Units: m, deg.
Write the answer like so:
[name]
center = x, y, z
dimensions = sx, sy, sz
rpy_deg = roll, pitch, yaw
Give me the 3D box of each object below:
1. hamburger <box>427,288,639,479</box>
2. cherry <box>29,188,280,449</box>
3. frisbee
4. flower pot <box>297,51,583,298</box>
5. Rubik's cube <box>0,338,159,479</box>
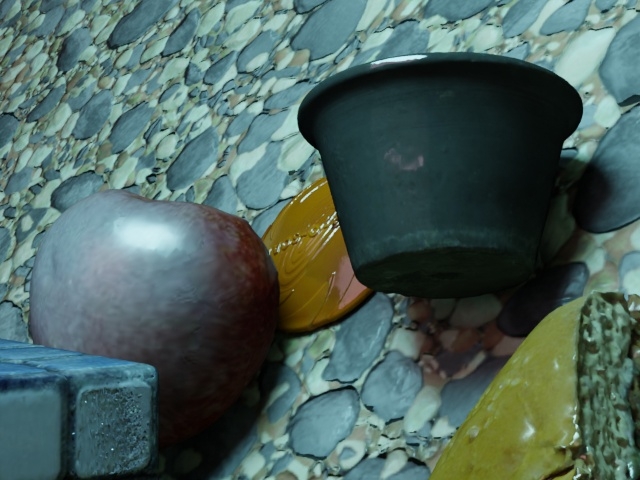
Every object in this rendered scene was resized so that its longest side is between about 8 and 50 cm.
[hamburger]
center = 0.147, 0.183, 0.778
dimensions = 0.245, 0.155, 0.282
rpy_deg = -37, 32, 26
[cherry]
center = -0.161, 0.074, 1.126
dimensions = 0.239, 0.206, 0.239
rpy_deg = -1, 66, 3
[frisbee]
center = 0.000, 0.000, 1.190
dimensions = 0.192, 0.035, 0.192
rpy_deg = -28, 40, 26
[flower pot]
center = 0.100, -0.038, 1.002
dimensions = 0.235, 0.235, 0.148
rpy_deg = -15, 67, 36
[Rubik's cube]
center = -0.350, 0.255, 0.954
dimensions = 0.344, 0.337, 0.344
rpy_deg = 2, 92, 48
